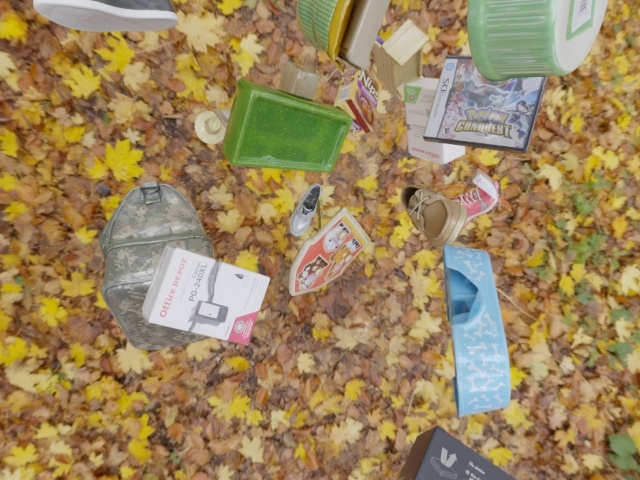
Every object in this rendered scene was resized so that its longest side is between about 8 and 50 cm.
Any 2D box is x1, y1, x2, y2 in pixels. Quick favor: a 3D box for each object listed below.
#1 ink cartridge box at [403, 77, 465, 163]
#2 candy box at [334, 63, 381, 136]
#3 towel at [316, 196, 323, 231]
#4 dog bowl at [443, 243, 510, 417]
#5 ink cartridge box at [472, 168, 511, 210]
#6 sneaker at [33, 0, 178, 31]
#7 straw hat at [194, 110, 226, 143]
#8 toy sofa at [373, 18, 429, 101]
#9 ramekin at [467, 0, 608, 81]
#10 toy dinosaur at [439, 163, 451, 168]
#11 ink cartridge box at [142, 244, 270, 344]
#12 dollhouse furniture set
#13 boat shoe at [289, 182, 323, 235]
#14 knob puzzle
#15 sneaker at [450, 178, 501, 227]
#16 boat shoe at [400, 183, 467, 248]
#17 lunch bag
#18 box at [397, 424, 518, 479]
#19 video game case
[{"bbox_3d":[0.422,-0.445,1.575,0.115,0.198,0.272,-26,124,-20],"label":"ink cartridge box"},{"bbox_3d":[0.097,-0.366,1.062,0.053,0.186,0.109,-11,140,32],"label":"candy box"},{"bbox_3d":[0.000,0.000,1.229,0.021,0.102,0.237,-2,73,0],"label":"towel"},{"bbox_3d":[0.247,0.135,0.693,0.074,0.297,0.165,-3,136,14],"label":"dog bowl"},{"bbox_3d":[0.658,-0.196,1.613,0.179,0.145,0.045,36,115,4],"label":"ink cartridge box"},{"bbox_3d":[-0.473,-0.550,0.929,0.296,0.105,0.146,-20,100,-39],"label":"sneaker"},{"bbox_3d":[-0.437,-0.470,1.736,0.145,0.061,0.144,7,78,-33],"label":"straw hat"},{"bbox_3d":[0.336,-0.756,1.783,0.150,0.362,0.177,-42,78,5],"label":"toy sofa"},{"bbox_3d":[0.419,-0.454,0.793,0.304,0.148,0.303,-22,122,-39],"label":"ramekin"},{"bbox_3d":[0.545,-0.346,1.838,0.090,0.047,0.082,-36,76,-27],"label":"toy dinosaur"},{"bbox_3d":[-0.167,0.081,0.625,0.151,0.063,0.109,22,83,-29],"label":"ink cartridge box"},{"bbox_3d":[-0.038,-0.266,0.553,0.152,0.197,0.301,2,125,-33],"label":"dollhouse furniture set"},{"bbox_3d":[-0.058,-0.124,1.672,0.079,0.081,0.227,26,92,-2],"label":"boat shoe"},{"bbox_3d":[0.014,0.043,0.840,0.213,0.213,0.030,-47,60,2],"label":"knob puzzle"},{"bbox_3d":[0.622,-0.151,1.804,0.136,0.115,0.314,18,138,-23],"label":"sneaker"},{"bbox_3d":[0.278,-0.072,1.113,0.110,0.341,0.121,25,104,-8],"label":"boat shoe"},{"bbox_3d":[-0.328,0.058,0.912,0.213,0.305,0.255,-7,54,-11],"label":"lunch bag"},{"bbox_3d":[0.192,0.389,0.616,0.156,0.093,0.158,32,56,10],"label":"box"},{"bbox_3d":[0.444,-0.374,1.151,0.275,0.035,0.248,15,87,27],"label":"video game case"}]
